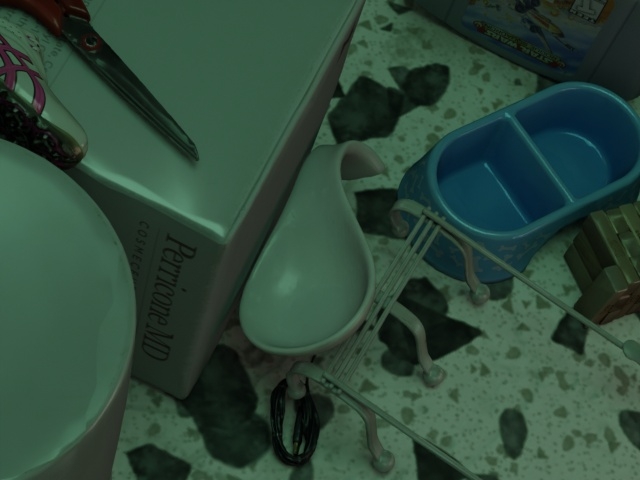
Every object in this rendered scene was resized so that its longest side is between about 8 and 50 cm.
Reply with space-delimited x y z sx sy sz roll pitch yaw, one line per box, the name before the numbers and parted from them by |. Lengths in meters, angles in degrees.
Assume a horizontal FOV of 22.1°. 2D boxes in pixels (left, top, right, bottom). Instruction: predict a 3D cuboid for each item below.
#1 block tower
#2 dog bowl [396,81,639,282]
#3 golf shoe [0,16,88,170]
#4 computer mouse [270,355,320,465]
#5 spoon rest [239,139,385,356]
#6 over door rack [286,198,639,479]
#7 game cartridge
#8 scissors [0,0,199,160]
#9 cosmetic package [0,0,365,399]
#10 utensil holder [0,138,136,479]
block tower | 0.420 -0.004 1.735 0.335 0.091 0.097 -15 65 -21
dog bowl | 0.223 -0.070 1.736 0.297 0.074 0.166 -25 70 -23
golf shoe | -0.242 -0.134 1.285 0.186 0.067 0.086 42 61 11
computer mouse | -0.007 0.108 1.610 0.071 0.041 0.242 27 62 -19
spoon rest | 0.000 0.000 1.563 0.137 0.084 0.276 -9 42 23
over door rack | 0.157 0.134 1.583 0.324 0.108 0.239 29 60 7
game cartridge | 0.241 -0.262 1.773 0.297 0.198 0.062 26 59 3
scissors | -0.208 -0.168 1.341 0.109 0.021 0.297 -21 69 -24
cosmetic package | -0.215 -0.126 1.515 0.393 0.329 0.327 25 59 3
utensil holder | -0.315 0.132 1.318 0.327 0.385 0.327 6 60 -10
